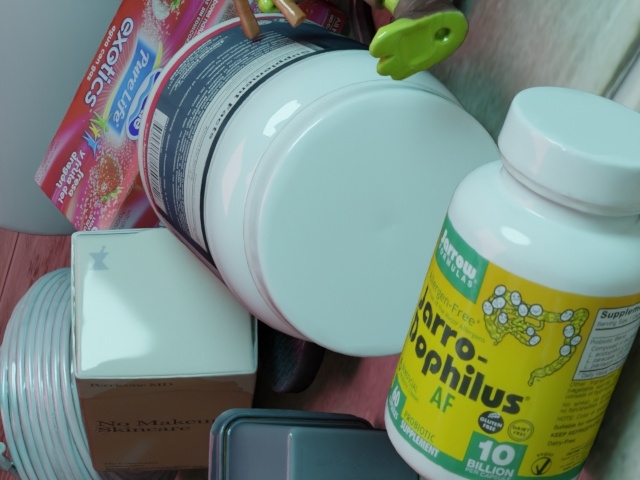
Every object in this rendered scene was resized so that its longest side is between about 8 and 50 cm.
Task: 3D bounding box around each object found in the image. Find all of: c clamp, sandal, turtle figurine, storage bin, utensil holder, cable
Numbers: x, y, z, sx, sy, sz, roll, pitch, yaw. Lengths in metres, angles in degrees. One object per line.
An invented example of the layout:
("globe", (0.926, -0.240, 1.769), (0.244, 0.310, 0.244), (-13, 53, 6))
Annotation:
("c clamp", (0.046, -0.188, 1.270), (0.137, 0.022, 0.161), (121, 148, -50))
("sandal", (0.000, -0.001, 1.332), (0.097, 0.054, 0.255), (-35, 43, 56))
("turtle figurine", (0.018, -0.191, 0.985), (0.217, 0.087, 0.270), (-120, 34, -42))
("storage bin", (0.001, 0.167, 1.175), (0.091, 0.135, 0.098), (-13, 73, 59))
("utensil holder", (-0.249, -0.239, 1.671), (0.385, 0.327, 0.328), (112, 154, -46))
("cable", (-0.219, 0.150, 1.639), (0.257, 0.089, 0.257), (56, -148, -44))

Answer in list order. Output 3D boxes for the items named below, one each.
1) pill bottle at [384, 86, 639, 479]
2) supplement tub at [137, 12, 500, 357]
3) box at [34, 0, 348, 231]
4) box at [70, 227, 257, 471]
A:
("pill bottle", (0.114, 0.029, 0.900), (0.118, 0.117, 0.208), (-116, 36, -54))
("supplement tub", (-0.004, -0.043, 1.126), (0.272, 0.191, 0.191), (-142, 59, -65))
("box", (-0.108, -0.115, 1.374), (0.122, 0.128, 0.257), (43, 110, 41))
("box", (-0.129, 0.099, 1.401), (0.311, 0.147, 0.121), (99, 169, -69))
